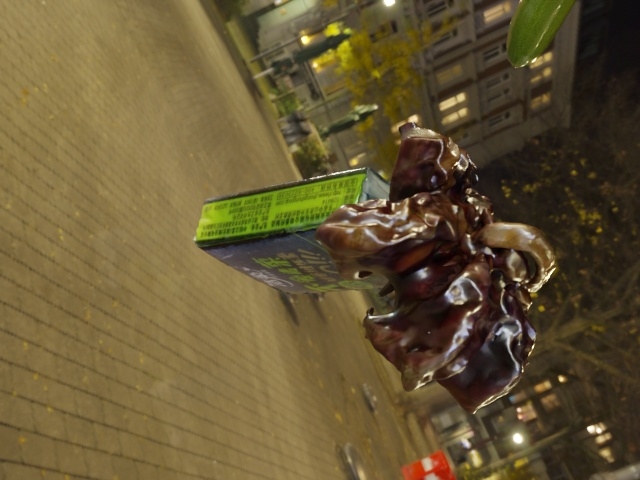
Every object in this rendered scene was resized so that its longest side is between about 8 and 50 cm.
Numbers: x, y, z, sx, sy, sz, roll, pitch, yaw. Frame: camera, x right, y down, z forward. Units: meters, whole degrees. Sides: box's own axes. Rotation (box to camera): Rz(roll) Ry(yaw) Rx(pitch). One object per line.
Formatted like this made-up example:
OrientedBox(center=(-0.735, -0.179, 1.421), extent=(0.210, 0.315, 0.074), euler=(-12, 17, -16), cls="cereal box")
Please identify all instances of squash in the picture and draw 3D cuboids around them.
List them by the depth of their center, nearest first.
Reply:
OrientedBox(center=(0.298, -0.324, 0.828), extent=(0.258, 0.069, 0.069), euler=(113, -39, -55), cls="squash")

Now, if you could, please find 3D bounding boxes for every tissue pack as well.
OrientedBox(center=(0.000, 0.000, 0.734), extent=(0.173, 0.235, 0.073), euler=(33, 61, -42), cls="tissue pack")

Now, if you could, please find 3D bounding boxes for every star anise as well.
OrientedBox(center=(0.093, 0.010, 0.472), extent=(0.190, 0.125, 0.220), euler=(53, 30, -6), cls="star anise")
